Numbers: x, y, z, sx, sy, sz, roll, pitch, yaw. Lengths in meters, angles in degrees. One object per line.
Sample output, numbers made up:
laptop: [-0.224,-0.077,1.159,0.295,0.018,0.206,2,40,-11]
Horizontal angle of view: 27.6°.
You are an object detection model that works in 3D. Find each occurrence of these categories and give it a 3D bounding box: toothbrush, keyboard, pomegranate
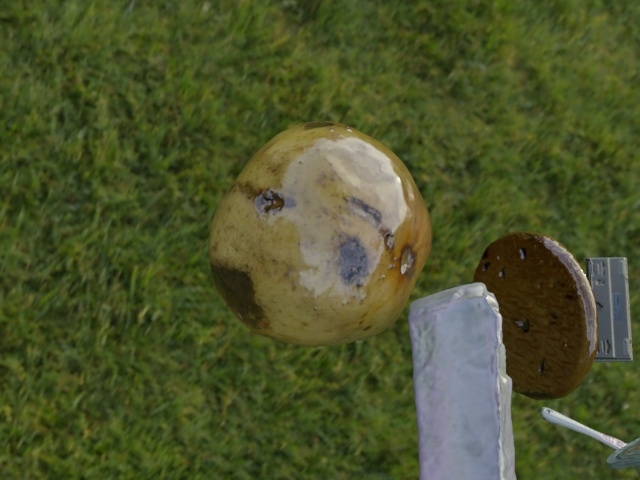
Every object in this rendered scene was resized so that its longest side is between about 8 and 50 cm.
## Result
toothbrush: [0.368,0.259,1.639,0.204,0.022,0.017,25,30,4]
keyboard: [0.337,0.080,1.525,0.049,0.015,0.129,0,67,4]
pomegranate: [0.000,0.000,1.581,0.281,0.281,0.281,11,57,-18]

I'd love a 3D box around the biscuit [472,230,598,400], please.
biscuit: [0.255,0.088,1.556,0.036,0.212,0.212,-8,64,-33]

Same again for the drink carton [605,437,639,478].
drink carton: [0.472,0.303,1.546,0.185,0.191,0.190,-26,88,-31]

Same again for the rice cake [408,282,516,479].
rice cake: [0.101,0.202,0.876,0.072,0.056,0.365,-9,65,19]
